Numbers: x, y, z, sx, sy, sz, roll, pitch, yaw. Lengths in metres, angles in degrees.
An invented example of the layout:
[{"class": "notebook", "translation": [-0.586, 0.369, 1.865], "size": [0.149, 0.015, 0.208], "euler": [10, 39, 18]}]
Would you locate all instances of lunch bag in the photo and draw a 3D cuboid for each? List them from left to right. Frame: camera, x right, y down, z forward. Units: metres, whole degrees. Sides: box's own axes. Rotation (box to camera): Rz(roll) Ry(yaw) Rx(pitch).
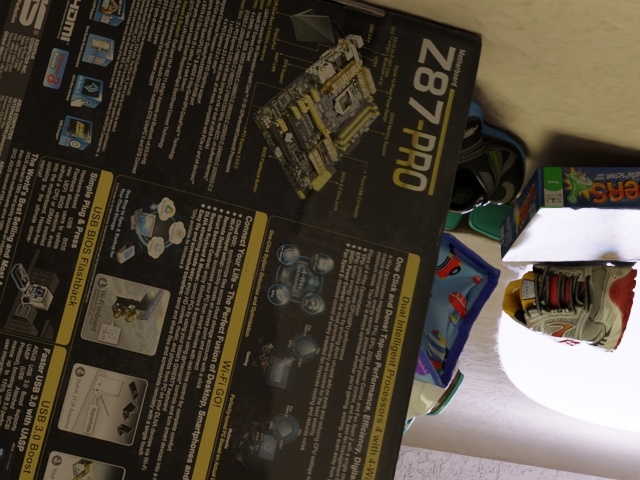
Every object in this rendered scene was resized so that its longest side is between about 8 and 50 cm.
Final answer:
[{"class": "lunch bag", "translation": [0.000, 0.000, 1.383], "size": [0.221, 0.138, 0.293], "euler": [17, 163, 37]}]

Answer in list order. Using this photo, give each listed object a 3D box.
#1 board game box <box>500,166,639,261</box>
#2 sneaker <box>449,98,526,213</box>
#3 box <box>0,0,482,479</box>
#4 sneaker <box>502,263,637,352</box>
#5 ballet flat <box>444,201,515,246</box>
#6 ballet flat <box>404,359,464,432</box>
[{"class": "board game box", "translation": [0.229, -0.019, 1.204], "size": [0.136, 0.035, 0.201], "euler": [0, 168, -1]}, {"class": "sneaker", "translation": [0.108, -0.056, 1.123], "size": [0.067, 0.078, 0.188], "euler": [7, 172, 22]}, {"class": "box", "translation": [-0.089, 0.017, 0.933], "size": [0.318, 0.394, 0.097], "euler": [13, 166, -5]}, {"class": "sneaker", "translation": [0.253, 0.067, 1.504], "size": [0.093, 0.088, 0.225], "euler": [17, 167, -12]}, {"class": "ballet flat", "translation": [0.115, -0.031, 1.296], "size": [0.168, 0.057, 0.052], "euler": [26, 175, -42]}, {"class": "ballet flat", "translation": [0.123, 0.230, 2.332], "size": [0.139, 0.139, 0.400], "euler": [14, 163, -5]}]
